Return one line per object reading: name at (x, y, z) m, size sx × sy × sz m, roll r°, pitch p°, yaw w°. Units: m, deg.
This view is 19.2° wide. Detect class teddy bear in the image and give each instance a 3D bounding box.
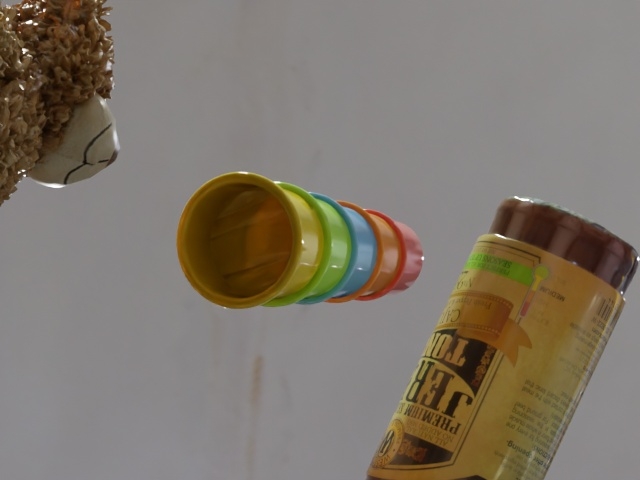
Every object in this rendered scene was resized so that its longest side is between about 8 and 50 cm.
teddy bear at (-0.221, -0.046, 1.097) m, size 0.338 × 0.113 × 0.245 m, roll -14°, pitch -56°, yaw -67°

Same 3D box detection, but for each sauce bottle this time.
sauce bottle at (0.096, 0.141, 1.246) m, size 0.111 × 0.111 × 0.344 m, roll 37°, pitch -105°, yaw -46°

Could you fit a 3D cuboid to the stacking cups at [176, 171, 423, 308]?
stacking cups at (0.000, 0.000, 1.433) m, size 0.096 × 0.096 × 0.316 m, roll -61°, pitch -19°, yaw 11°
